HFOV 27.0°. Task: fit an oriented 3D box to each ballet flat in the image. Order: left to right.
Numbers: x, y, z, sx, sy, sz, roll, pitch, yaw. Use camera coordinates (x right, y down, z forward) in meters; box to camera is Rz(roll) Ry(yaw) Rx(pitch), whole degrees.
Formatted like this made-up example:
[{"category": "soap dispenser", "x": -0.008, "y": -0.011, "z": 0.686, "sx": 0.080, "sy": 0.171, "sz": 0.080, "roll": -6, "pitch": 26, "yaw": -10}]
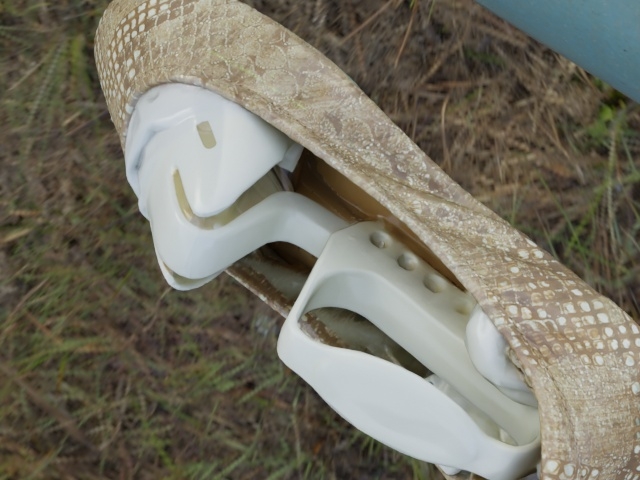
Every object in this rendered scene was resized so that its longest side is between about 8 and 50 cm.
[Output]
[{"category": "ballet flat", "x": 0.000, "y": 0.000, "z": 0.350, "sx": 0.206, "sy": 0.067, "sz": 0.073, "roll": 36, "pitch": 132, "yaw": 20}]

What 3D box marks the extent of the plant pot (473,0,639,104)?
[{"category": "plant pot", "x": 0.230, "y": -0.229, "z": 0.810, "sx": 0.334, "sy": 0.341, "sz": 0.341, "roll": 33, "pitch": 107, "yaw": 24}]
